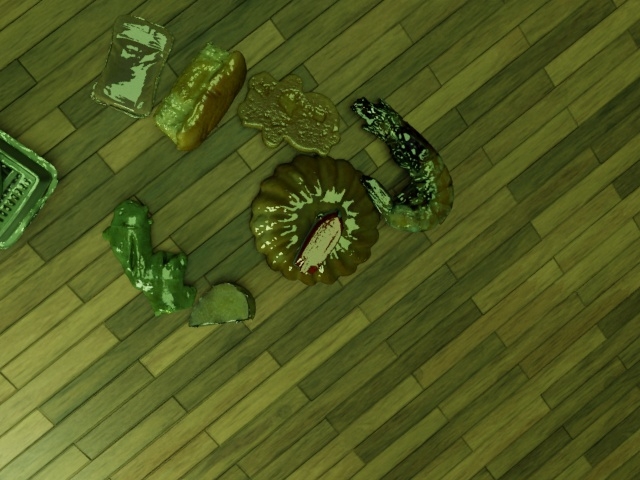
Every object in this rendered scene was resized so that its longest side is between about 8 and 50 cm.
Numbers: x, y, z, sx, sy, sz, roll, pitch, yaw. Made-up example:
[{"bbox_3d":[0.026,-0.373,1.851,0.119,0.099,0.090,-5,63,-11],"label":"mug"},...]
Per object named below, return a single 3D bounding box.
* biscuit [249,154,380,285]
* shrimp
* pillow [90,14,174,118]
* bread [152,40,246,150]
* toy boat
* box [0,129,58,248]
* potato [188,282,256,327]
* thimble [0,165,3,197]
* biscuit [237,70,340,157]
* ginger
[{"bbox_3d":[-0.005,-0.047,1.460,0.326,0.107,0.325,-1,97,-11],"label":"biscuit"},{"bbox_3d":[0.183,-0.174,1.462,0.365,0.071,0.233,45,69,-16],"label":"shrimp"},{"bbox_3d":[-0.413,-0.385,1.346,0.135,0.034,0.211,20,94,-11],"label":"pillow"},{"bbox_3d":[-0.256,-0.311,1.320,0.121,0.174,0.245,38,83,-11],"label":"bread"},{"bbox_3d":[0.000,0.000,1.388,0.069,0.059,0.173,33,86,-14],"label":"toy boat"},{"bbox_3d":[-0.718,-0.135,1.256,0.290,0.166,0.220,37,91,-15],"label":"box"},{"bbox_3d":[-0.228,0.156,1.469,0.172,0.089,0.100,-14,82,22],"label":"potato"},{"bbox_3d":[-0.700,-0.099,1.102,0.219,0.150,0.219,-2,98,-11],"label":"thimble"},{"bbox_3d":[-0.064,-0.291,1.418,0.249,0.035,0.184,19,83,-8],"label":"biscuit"},{"bbox_3d":[-0.389,0.045,1.404,0.137,0.089,0.290,-33,101,14],"label":"ginger"}]
